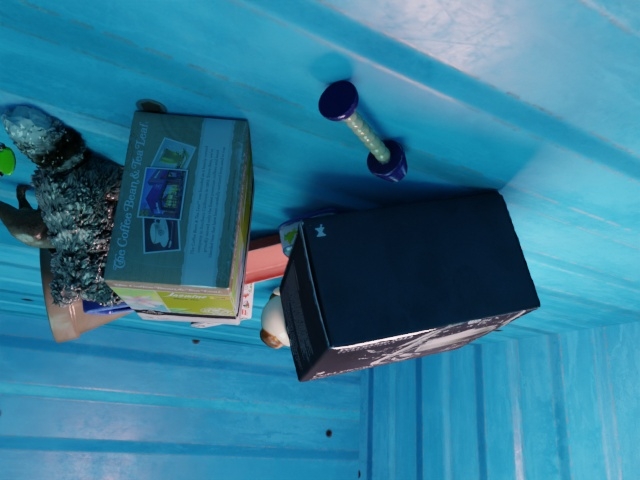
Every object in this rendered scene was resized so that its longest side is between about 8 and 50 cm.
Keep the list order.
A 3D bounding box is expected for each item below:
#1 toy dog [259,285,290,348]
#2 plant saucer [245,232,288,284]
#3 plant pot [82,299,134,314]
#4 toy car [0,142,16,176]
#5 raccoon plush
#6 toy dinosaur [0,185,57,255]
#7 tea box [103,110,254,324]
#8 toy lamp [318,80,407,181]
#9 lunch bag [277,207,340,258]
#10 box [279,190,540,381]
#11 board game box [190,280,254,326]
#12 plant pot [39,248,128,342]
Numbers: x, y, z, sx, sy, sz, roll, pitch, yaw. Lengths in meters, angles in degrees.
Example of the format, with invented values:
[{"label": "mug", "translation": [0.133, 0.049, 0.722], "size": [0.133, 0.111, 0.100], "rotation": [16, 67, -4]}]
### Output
[{"label": "toy dog", "translation": [-0.062, 0.295, 2.120], "size": [0.395, 0.284, 0.408], "rotation": [17, 158, -33]}, {"label": "plant saucer", "translation": [-0.165, 0.053, 1.721], "size": [0.259, 0.048, 0.258], "rotation": [-15, 157, 10]}, {"label": "plant pot", "translation": [-0.494, 0.077, 1.525], "size": [0.236, 0.212, 0.236], "rotation": [-9, 171, -8]}, {"label": "toy car", "translation": [-0.668, -0.161, 1.045], "size": [0.225, 0.239, 0.053], "rotation": [8, -161, -10]}, {"label": "raccoon plush", "translation": [-0.553, -0.034, 1.207], "size": [0.216, 0.299, 0.446], "rotation": [-4, 159, 19]}, {"label": "toy dinosaur", "translation": [-0.685, -0.042, 1.417], "size": [0.121, 0.160, 0.313], "rotation": [-6, 160, 23]}, {"label": "tea box", "translation": [-0.257, -0.026, 1.143], "size": [0.220, 0.329, 0.323], "rotation": [4, 161, -2]}, {"label": "toy lamp", "translation": [0.088, -0.182, 1.034], "size": [0.080, 0.080, 0.274], "rotation": [-8, 156, 28]}, {"label": "lunch bag", "translation": [0.000, 0.000, 1.511], "size": [0.176, 0.090, 0.219], "rotation": [-18, 156, 13]}, {"label": "box", "translation": [0.173, 0.130, 1.406], "size": [0.480, 0.297, 0.472], "rotation": [-9, 159, -13]}, {"label": "board game box", "translation": [-0.337, 0.187, 1.969], "size": [0.053, 0.193, 0.305], "rotation": [20, 155, -39]}, {"label": "plant pot", "translation": [-0.666, 0.123, 1.729], "size": [0.280, 0.323, 0.323], "rotation": [-8, 164, -18]}]
